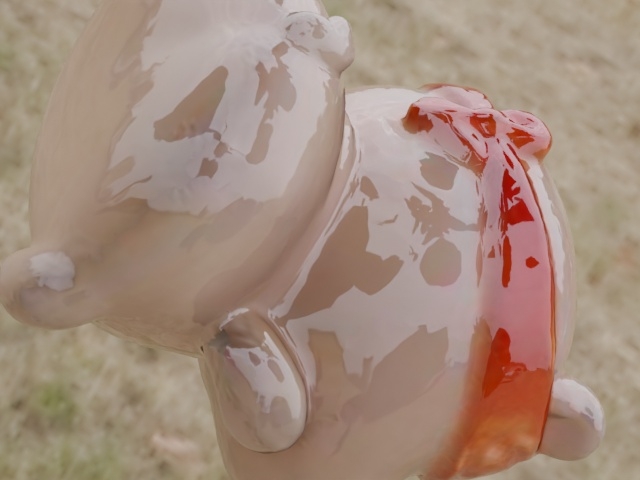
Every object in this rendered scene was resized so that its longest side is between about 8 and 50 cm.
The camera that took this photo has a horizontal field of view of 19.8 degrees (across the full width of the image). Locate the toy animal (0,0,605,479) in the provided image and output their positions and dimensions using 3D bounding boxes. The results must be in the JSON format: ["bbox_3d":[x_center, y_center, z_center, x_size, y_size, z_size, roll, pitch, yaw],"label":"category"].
[{"bbox_3d":[0.000,0.000,0.615,0.198,0.171,0.171,35,19,-29],"label":"toy animal"}]
